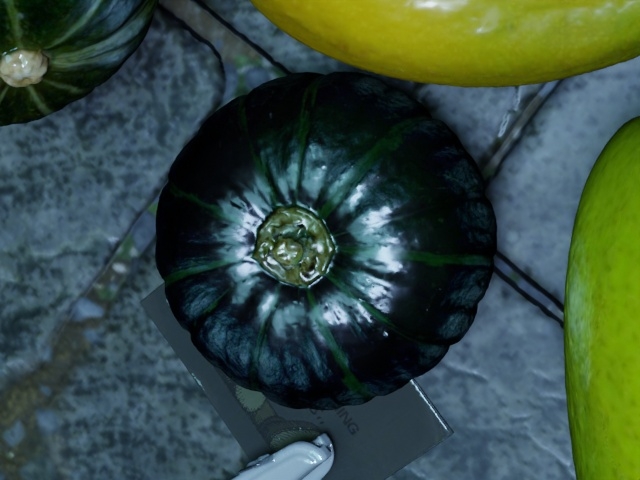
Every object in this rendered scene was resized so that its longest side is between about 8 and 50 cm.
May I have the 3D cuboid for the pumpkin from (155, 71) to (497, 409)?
[{"bbox_3d":[0.000,0.000,0.814,0.202,0.140,0.202,0,90,19],"label":"pumpkin"}]

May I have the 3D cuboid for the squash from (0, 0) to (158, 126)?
[{"bbox_3d":[-0.193,-0.165,0.832,0.218,0.218,0.172,-20,57,21],"label":"squash"}]

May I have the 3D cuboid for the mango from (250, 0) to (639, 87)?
[{"bbox_3d":[0.078,-0.174,0.784,0.317,0.119,0.176,12,97,10],"label":"mango"}]

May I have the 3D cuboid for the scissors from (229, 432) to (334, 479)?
[{"bbox_3d":[-0.079,0.202,0.929,0.242,0.030,0.118,-40,83,23],"label":"scissors"}]

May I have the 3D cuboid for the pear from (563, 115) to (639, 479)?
[{"bbox_3d":[0.258,0.119,0.688,0.342,0.238,0.318,19,95,17],"label":"pear"}]

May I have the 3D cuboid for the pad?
[{"bbox_3d":[-0.019,0.081,0.906,0.127,0.004,0.190,-39,84,21],"label":"pad"}]
